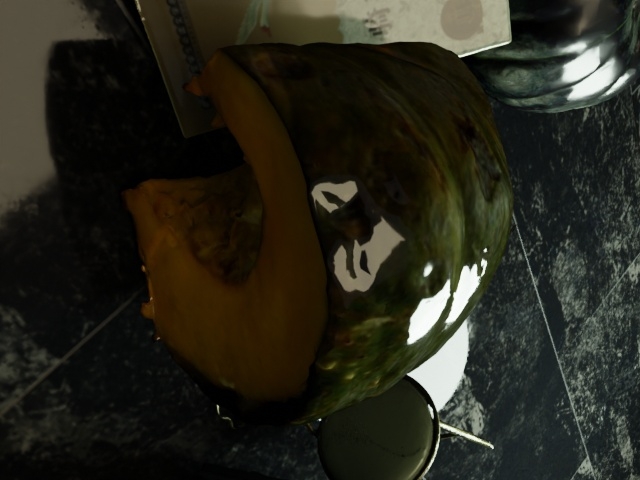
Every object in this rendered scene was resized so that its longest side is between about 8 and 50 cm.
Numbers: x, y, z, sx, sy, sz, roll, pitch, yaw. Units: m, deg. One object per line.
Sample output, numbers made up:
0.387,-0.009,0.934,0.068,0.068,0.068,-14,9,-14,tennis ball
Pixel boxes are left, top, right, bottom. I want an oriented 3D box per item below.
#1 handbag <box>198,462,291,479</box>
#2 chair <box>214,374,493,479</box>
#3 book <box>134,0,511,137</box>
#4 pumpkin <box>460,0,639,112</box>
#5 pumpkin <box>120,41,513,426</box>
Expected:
0.025,0.338,0.660,0.326,0.269,0.118,41,58,-37,handbag
0.053,0.210,0.691,0.159,0.170,0.326,-54,136,-9,chair
0.004,-0.228,0.502,0.311,0.021,0.216,-18,119,-6,book
0.276,-0.272,0.628,0.296,0.296,0.295,-14,113,-36,pumpkin
0.000,0.000,0.487,0.226,0.303,0.256,-22,84,-34,pumpkin
